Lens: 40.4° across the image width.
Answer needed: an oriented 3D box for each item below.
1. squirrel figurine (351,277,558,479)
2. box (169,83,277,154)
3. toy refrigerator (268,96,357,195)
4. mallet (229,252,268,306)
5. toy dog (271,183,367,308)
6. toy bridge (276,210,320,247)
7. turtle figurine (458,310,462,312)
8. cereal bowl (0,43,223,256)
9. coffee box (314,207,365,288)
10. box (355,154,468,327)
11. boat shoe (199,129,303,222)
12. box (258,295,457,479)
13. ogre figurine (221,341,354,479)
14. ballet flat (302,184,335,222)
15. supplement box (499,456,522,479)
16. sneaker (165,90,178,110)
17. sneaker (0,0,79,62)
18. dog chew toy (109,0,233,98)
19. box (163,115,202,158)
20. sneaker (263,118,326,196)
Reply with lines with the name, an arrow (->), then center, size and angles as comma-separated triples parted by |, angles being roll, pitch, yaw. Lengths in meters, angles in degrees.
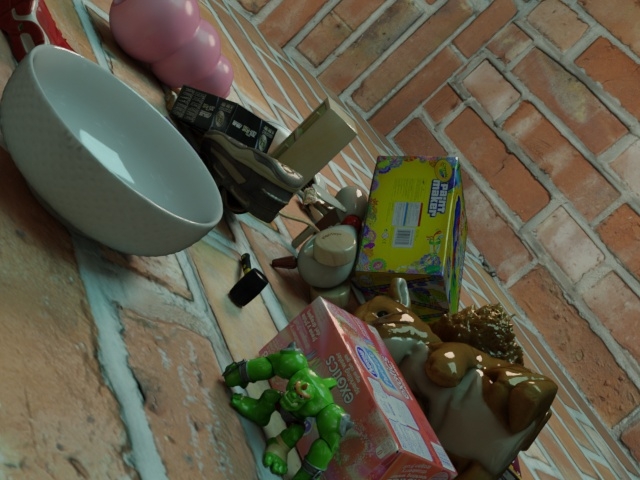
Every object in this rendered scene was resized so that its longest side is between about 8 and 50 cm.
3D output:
squirrel figurine -> 0.226, 0.244, 1.584 | 0.370, 0.281, 0.397 | 37, 21, 25
box -> -0.210, -0.257, 1.886 | 0.180, 0.077, 0.147 | 24, -2, 35
toy refrigerator -> -0.049, -0.185, 1.905 | 0.094, 0.269, 0.102 | 43, 15, -18
mallet -> -0.132, 0.063, 1.489 | 0.039, 0.062, 0.190 | 44, -1, -16
toy dog -> 0.000, 0.000, 1.769 | 0.161, 0.220, 0.333 | 9, 14, 4
toy bridge -> -0.036, -0.011, 1.893 | 0.188, 0.063, 0.026 | 44, 14, -14
turtle figurine -> 0.290, 0.228, 2.107 | 0.234, 0.118, 0.175 | 41, 56, -18
cereal bowl -> -0.303, -0.102, 1.200 | 0.339, 0.141, 0.339 | 43, 14, -13
coffee box -> 0.135, 0.046, 2.122 | 0.297, 0.119, 0.168 | 35, 19, -40
box -> 0.203, 0.017, 1.843 | 0.279, 0.177, 0.289 | 69, 28, -55
boat shoe -> -0.167, -0.125, 1.703 | 0.132, 0.130, 0.355 | 29, 1, -30
box -> 0.045, 0.247, 1.262 | 0.154, 0.142, 0.300 | 34, 19, -43
ogre figurine -> -0.039, 0.219, 1.143 | 0.097, 0.118, 0.197 | 31, 20, -47
ballet flat -> 0.041, -0.039, 2.206 | 0.241, 0.091, 0.077 | 40, 45, -9
supplement box -> 0.334, 0.428, 1.739 | 0.104, 0.081, 0.188 | 46, 14, -3
sneaker -> -0.321, -0.305, 1.928 | 0.037, 0.032, 0.083 | 39, 17, -28
sneaker -> -0.488, -0.358, 1.526 | 0.128, 0.087, 0.221 | 41, 25, -56
dog chew toy -> -0.324, -0.449, 1.994 | 0.332, 0.207, 0.206 | 47, 12, -33
box -> -0.304, -0.196, 1.687 | 0.116, 0.029, 0.162 | 48, 13, 7
sneaker -> -0.076, -0.212, 2.263 | 0.258, 0.094, 0.091 | 47, 9, -3
